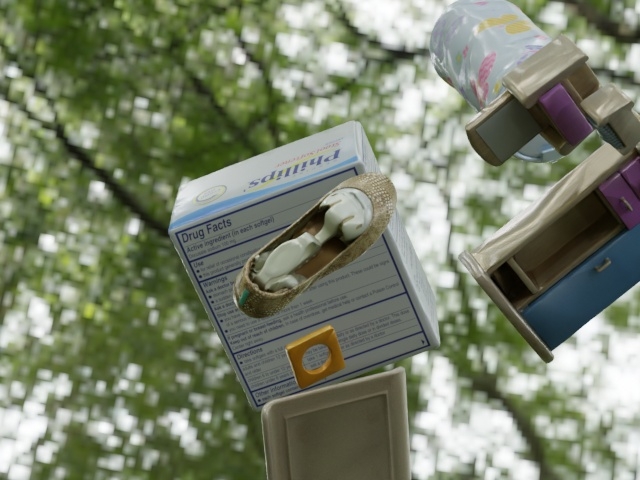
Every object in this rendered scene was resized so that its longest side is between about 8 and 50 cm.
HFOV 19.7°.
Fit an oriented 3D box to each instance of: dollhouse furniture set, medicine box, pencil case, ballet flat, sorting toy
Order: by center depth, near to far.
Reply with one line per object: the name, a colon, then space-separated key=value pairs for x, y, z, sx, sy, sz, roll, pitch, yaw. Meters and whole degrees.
dollhouse furniture set: x=0.260 y=0.036 z=1.571 sx=0.198 sy=0.303 sz=0.286 roll=-40 pitch=-55 yaw=4
ballet flat: x=0.000 y=0.000 z=1.819 sx=0.073 sy=0.206 sz=0.067 roll=44 pitch=-16 yaw=10
pencil case: x=0.202 y=-0.176 z=1.992 sx=0.113 sy=0.124 sz=0.273 roll=-5 pitch=22 yaw=-11
sorting toy: x=0.017 y=0.248 z=2.274 sx=0.196 sy=0.047 sz=0.348 roll=-15 pitch=-61 yaw=-19
medicine box: x=-0.017 y=0.034 z=2.391 sx=0.263 sy=0.149 sz=0.289 roll=-20 pitch=-68 yaw=9
